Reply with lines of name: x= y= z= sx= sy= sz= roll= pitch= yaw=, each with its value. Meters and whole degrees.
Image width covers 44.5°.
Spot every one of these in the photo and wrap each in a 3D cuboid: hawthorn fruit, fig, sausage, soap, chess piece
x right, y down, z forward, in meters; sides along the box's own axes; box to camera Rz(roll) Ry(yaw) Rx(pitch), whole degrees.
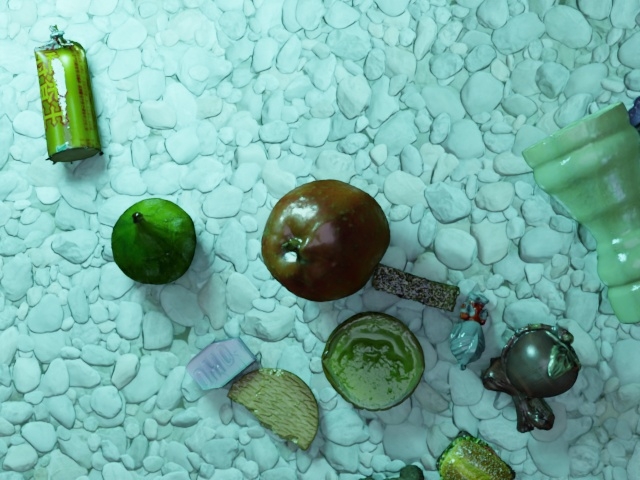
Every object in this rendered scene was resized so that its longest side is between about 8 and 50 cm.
hawthorn fruit: x=0.000 y=0.000 z=1.681 sx=0.275 sy=0.299 sz=0.275 roll=3 pitch=96 yaw=28
fig: x=-0.378 y=0.001 z=1.725 sx=0.203 sy=0.235 sz=0.203 roll=0 pitch=86 yaw=1
sausage: x=-0.582 y=-0.341 z=1.802 sx=0.125 sy=0.117 sz=0.317 roll=-8 pitch=89 yaw=0
soap: x=-0.234 y=0.284 z=1.798 sx=0.149 sy=0.056 sz=0.100 roll=-39 pitch=84 yaw=2
chess piece: x=0.626 y=-0.050 z=1.669 sx=0.234 sy=0.234 sz=0.442 roll=-26 pitch=92 yaw=3

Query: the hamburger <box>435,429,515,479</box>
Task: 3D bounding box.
hamburger: x=0.343 y=0.517 z=1.734 sx=0.166 sy=0.087 sz=0.137 roll=38 pitch=92 yaw=4

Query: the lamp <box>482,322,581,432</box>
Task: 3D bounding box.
lamp: x=0.482 y=0.289 z=1.710 sx=0.215 sy=0.151 sz=0.223 roll=52 pitch=136 yaw=9

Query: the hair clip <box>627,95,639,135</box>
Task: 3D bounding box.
hair clip: x=0.745 y=-0.272 z=1.738 sx=0.195 sy=0.052 sz=0.124 roll=-44 pitch=92 yaw=-3

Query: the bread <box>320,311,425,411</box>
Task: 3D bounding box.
bread: x=0.117 y=0.272 z=1.765 sx=0.236 sy=0.070 sz=0.236 roll=0 pitch=90 yaw=4

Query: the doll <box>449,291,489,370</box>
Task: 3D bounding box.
doll: x=0.336 y=0.204 z=1.751 sx=0.094 sy=0.079 sz=0.180 roll=21 pitch=77 yaw=-19

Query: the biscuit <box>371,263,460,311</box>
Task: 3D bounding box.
biscuit: x=0.215 y=0.107 z=1.777 sx=0.199 sy=0.034 sz=0.064 roll=17 pitch=91 yaw=5

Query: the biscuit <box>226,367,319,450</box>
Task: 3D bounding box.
biscuit: x=-0.093 y=0.369 z=1.797 sx=0.224 sy=0.033 sz=0.144 roll=32 pitch=89 yaw=4

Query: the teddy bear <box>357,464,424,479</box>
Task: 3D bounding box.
teddy bear: x=0.165 y=0.612 z=1.729 sx=0.177 sy=0.140 sz=0.190 roll=-12 pitch=97 yaw=1
